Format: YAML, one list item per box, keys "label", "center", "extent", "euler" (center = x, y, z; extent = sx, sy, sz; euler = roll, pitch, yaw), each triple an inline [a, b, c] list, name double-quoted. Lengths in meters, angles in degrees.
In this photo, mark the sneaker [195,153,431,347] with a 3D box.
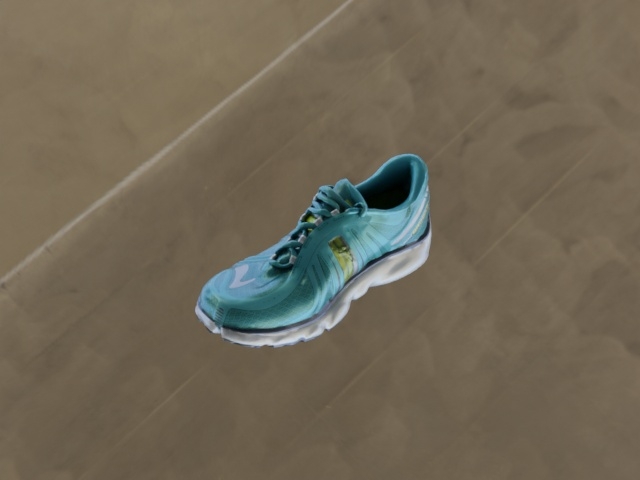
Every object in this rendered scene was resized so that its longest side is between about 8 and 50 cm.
- label: "sneaker"
  center: [0.000, 0.000, 0.726]
  extent: [0.107, 0.110, 0.275]
  euler: [31, -136, 31]
